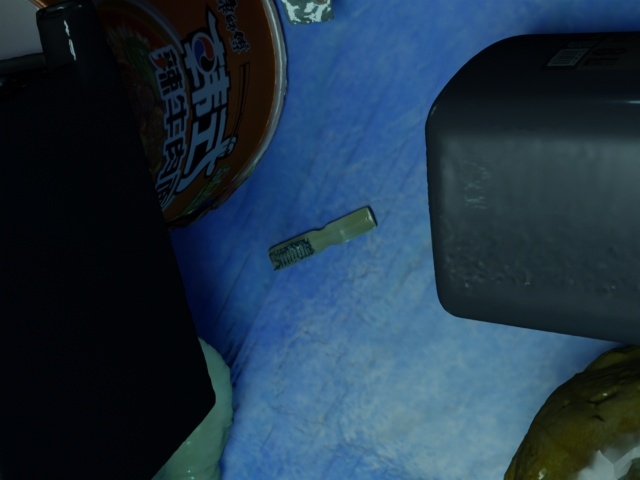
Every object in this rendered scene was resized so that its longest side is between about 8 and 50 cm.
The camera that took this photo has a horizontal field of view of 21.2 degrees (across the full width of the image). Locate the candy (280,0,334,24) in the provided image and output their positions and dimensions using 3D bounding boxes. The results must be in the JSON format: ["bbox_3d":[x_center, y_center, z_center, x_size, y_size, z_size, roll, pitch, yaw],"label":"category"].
[{"bbox_3d":[-0.070,-0.259,1.035,0.086,0.059,0.292,-32,95,29],"label":"candy"}]

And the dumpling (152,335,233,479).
[{"bbox_3d":[-0.207,0.166,1.161,0.270,0.320,0.212,7,69,13],"label":"dumpling"}]

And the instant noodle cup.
[{"bbox_3d":[-0.170,-0.092,1.062,0.250,0.192,0.250,8,113,19],"label":"instant noodle cup"}]

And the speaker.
[{"bbox_3d":[-0.202,0.030,0.880,0.184,0.232,0.254,-9,107,22],"label":"speaker"}]

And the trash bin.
[{"bbox_3d":[0.218,-0.031,0.933,0.290,0.209,0.182,4,113,25],"label":"trash bin"}]

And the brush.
[{"bbox_3d":[0.000,0.000,1.135,0.084,0.013,0.016,-24,98,25],"label":"brush"}]

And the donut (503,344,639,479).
[{"bbox_3d":[0.241,0.176,1.025,0.261,0.128,0.208,31,100,4],"label":"donut"}]
